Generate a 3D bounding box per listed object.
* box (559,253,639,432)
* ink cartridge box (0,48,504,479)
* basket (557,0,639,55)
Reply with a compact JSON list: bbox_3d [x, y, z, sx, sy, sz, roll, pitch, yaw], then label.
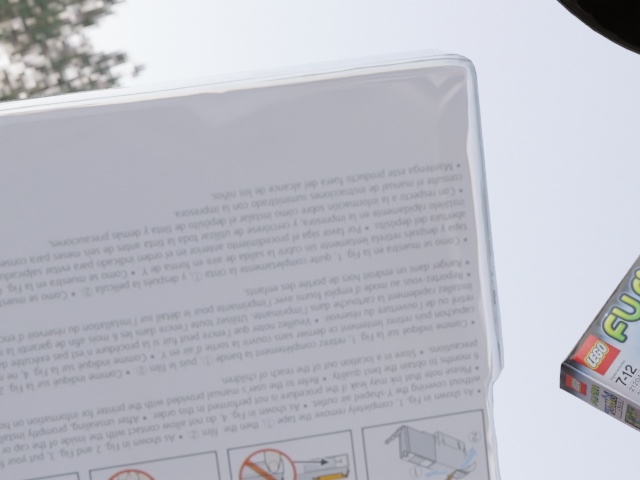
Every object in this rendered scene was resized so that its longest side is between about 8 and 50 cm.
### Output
[{"bbox_3d":[0.265,0.045,0.922,0.114,0.207,0.036,28,-27,24],"label":"box"},{"bbox_3d":[-0.068,0.062,0.514,0.060,0.275,0.238,-126,-152,-76],"label":"ink cartridge box"},{"bbox_3d":[0.226,-0.221,0.673,0.154,0.227,0.204,43,-9,-6],"label":"basket"}]
